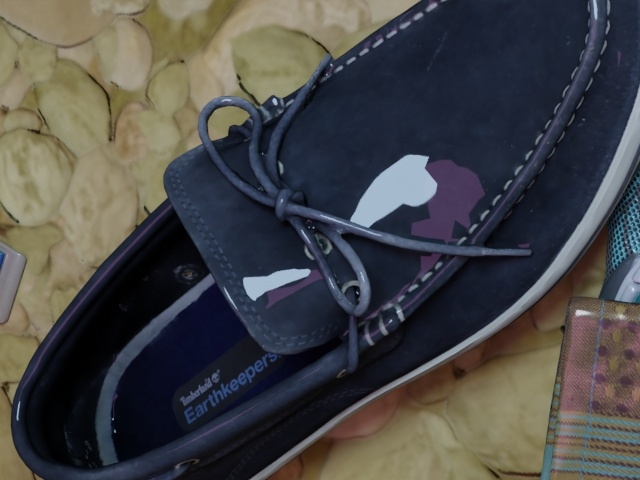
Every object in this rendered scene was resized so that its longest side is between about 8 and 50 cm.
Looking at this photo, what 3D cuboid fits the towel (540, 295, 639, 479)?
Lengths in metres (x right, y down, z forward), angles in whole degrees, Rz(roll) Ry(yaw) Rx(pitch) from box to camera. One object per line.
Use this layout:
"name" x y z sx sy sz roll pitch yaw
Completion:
"towel" 0.243 0.226 0.801 0.271 0.040 0.370 7 98 9

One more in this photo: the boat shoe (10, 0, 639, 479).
"boat shoe" 0.000 0.000 0.847 0.500 0.156 0.187 -43 59 25

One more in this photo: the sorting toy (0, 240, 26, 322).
"sorting toy" -0.253 0.036 1.072 0.062 0.012 0.083 27 107 21

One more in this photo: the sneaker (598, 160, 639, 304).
"sneaker" 0.188 -0.017 0.826 0.076 0.065 0.166 47 126 45
